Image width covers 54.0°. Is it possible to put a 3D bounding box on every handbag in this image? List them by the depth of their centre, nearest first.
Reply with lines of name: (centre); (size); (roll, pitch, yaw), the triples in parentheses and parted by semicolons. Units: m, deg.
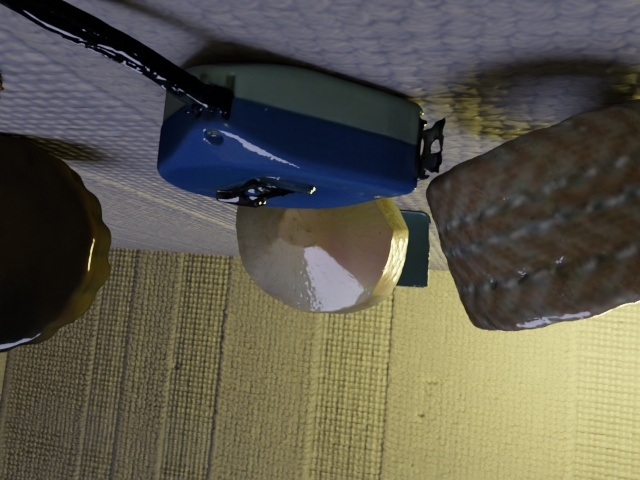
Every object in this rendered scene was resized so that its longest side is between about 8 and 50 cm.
handbag: (0.084, 0.013, 1.127); (0.221, 0.144, 0.057); (4, 175, -2)

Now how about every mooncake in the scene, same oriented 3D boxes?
mooncake: (-0.436, 0.009, 0.867); (0.290, 0.291, 0.161); (6, 178, -6)

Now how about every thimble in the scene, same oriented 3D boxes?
thimble: (0.195, -0.014, 0.523); (0.195, 0.148, 0.229); (-17, 176, -5)

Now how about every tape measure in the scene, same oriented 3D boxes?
tape measure: (-0.095, -0.095, 0.526); (0.351, 0.098, 0.215); (11, 171, -30)

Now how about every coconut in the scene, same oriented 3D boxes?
coconut: (0.000, 0.000, 0.844); (0.236, 0.197, 0.237); (8, 179, 0)

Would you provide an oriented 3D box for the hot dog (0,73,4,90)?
hot dog: (-0.341, -0.131, 0.518); (0.078, 0.061, 0.169); (3, 174, 29)
